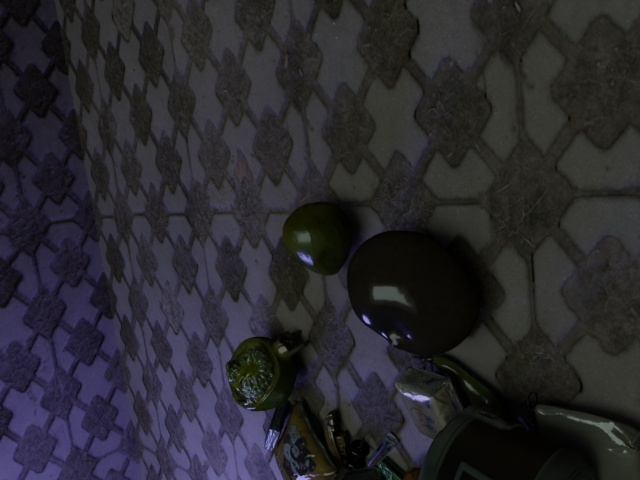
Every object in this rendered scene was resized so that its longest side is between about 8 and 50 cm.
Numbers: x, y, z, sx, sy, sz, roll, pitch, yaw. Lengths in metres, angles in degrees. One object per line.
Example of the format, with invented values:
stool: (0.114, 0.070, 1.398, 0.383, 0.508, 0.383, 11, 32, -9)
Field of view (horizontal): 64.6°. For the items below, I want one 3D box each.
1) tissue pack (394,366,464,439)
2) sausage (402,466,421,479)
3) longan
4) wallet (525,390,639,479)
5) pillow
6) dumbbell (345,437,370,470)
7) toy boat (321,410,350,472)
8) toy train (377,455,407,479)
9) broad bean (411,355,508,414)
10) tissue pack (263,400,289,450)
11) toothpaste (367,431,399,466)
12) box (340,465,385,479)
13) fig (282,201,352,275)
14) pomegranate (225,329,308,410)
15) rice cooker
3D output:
tissue pack: (0.303, 0.446, 1.357, 0.148, 0.092, 0.196, 2, 123, 54)
sausage: (0.336, 0.747, 1.339, 0.134, 0.116, 0.354, 59, 170, -19)
longan: (0.231, 0.126, 1.278, 0.350, 0.288, 0.288, 41, 127, 14)
wallet: (0.622, 0.518, 1.151, 0.275, 0.068, 0.335, -7, 102, 48)
pillow: (-0.063, 0.785, 1.799, 0.310, 0.119, 0.312, 50, 132, 38)
dumbbell: (0.123, 0.699, 1.656, 0.069, 0.069, 0.147, 32, 121, 33)
toy boat: (0.065, 0.681, 1.715, 0.072, 0.064, 0.206, -18, 91, 26)
toy train: (0.267, 0.757, 1.554, 0.209, 0.042, 0.044, 34, 122, 33)
broad bean: (0.392, 0.387, 1.333, 0.325, 0.067, 0.075, 41, 100, 32)
tissue pack: (-0.161, 0.676, 1.862, 0.051, 0.156, 0.112, 19, 118, 1)
toothpaste: (0.194, 0.671, 1.611, 0.045, 0.028, 0.170, 41, 122, 20)
box: (0.134, 0.822, 1.660, 0.172, 0.093, 0.124, -35, 77, 43)
fig: (0.006, -0.006, 1.499, 0.230, 0.207, 0.207, 49, 133, -8)
pomegranate: (-0.183, 0.446, 1.778, 0.341, 0.260, 0.260, -40, 71, 11)
rice cooker: (0.397, 0.562, 1.129, 0.325, 0.335, 0.335, 10, 108, 49)
